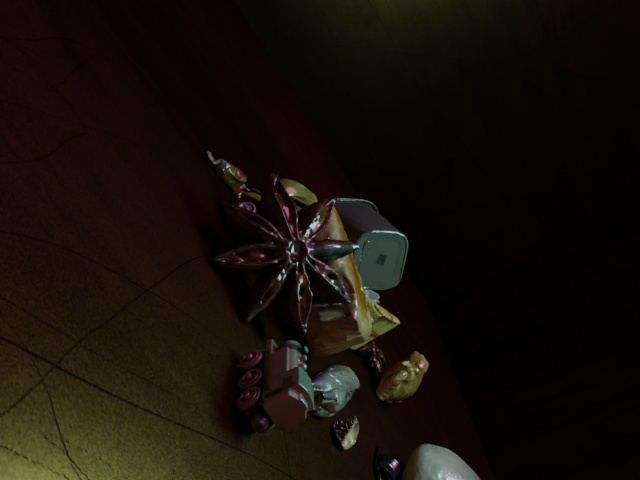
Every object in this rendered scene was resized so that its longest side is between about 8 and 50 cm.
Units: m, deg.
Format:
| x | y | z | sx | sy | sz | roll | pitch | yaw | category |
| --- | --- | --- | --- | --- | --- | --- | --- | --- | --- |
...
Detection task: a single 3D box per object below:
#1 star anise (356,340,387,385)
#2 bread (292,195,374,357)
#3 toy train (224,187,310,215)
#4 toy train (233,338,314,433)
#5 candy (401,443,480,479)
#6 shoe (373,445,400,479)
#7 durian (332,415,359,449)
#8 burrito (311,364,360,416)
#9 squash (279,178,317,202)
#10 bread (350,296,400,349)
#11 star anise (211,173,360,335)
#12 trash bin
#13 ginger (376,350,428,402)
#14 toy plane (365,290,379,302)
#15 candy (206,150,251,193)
| x | y | z | sx | sy | sz | roll | pitch | yaw | category |
| --- | --- | --- | --- | --- | --- | --- | --- | --- | --- |
| 0.160 | 0.354 | 2.118 | 0.157 | 0.054 | 0.212 | 60 | 10 | -6 | star anise |
| -0.003 | 0.089 | 1.652 | 0.236 | 0.183 | 0.388 | 63 | 11 | -50 | bread |
| -0.109 | -0.053 | 1.564 | 0.127 | 0.220 | 0.089 | -52 | 162 | -39 | toy train |
| -0.073 | 0.235 | 1.171 | 0.080 | 0.125 | 0.194 | 61 | 11 | -24 | toy train |
| 0.329 | 0.659 | 1.812 | 0.295 | 0.185 | 0.295 | 55 | 19 | -29 | candy |
| 0.163 | 0.539 | 1.692 | 0.062 | 0.053 | 0.159 | 64 | 8 | -10 | shoe |
| 0.064 | 0.418 | 1.534 | 0.066 | 0.052 | 0.130 | 68 | 12 | 17 | durian |
| 0.030 | 0.329 | 1.558 | 0.096 | 0.066 | 0.309 | 59 | 10 | 10 | burrito |
| -0.094 | -0.115 | 1.966 | 0.187 | 0.123 | 0.123 | 28 | 35 | -64 | squash |
| 0.087 | 0.153 | 1.992 | 0.263 | 0.163 | 0.168 | 66 | 13 | 23 | bread |
| -0.069 | 0.033 | 1.420 | 0.331 | 0.332 | 0.118 | 62 | -25 | -1 | star anise |
| 0.112 | 0.014 | 1.990 | 0.250 | 0.220 | 0.219 | -141 | -124 | -60 | trash bin |
| 0.247 | 0.408 | 2.090 | 0.102 | 0.157 | 0.216 | 38 | 28 | 26 | ginger |
| 0.109 | 0.125 | 2.323 | 0.251 | 0.101 | 0.255 | 47 | 15 | -52 | toy plane |
| -0.211 | -0.156 | 1.692 | 0.182 | 0.047 | 0.053 | 46 | 17 | -47 | candy |
